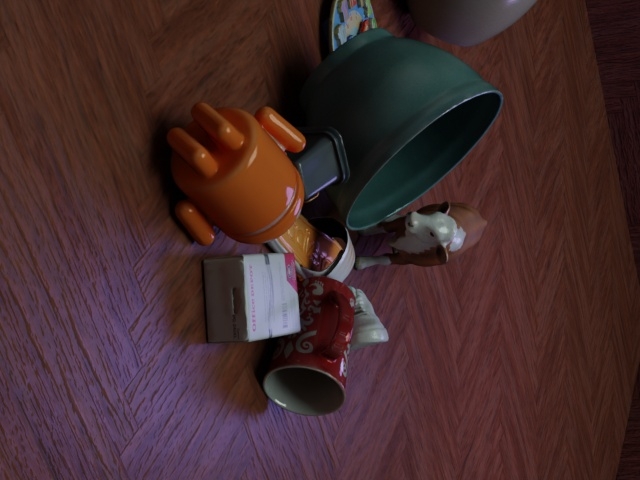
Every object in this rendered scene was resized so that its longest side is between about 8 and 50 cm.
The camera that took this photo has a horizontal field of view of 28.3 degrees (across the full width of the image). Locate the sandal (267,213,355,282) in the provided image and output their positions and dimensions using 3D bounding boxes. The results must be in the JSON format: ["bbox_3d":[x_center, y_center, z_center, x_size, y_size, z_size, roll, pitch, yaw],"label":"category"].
[{"bbox_3d":[-0.001,0.010,1.821,0.265,0.076,0.102,41,50,-58],"label":"sandal"}]

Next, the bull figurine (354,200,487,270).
[{"bbox_3d":[0.166,-0.008,2.057,0.310,0.188,0.101,-5,90,-66],"label":"bull figurine"}]

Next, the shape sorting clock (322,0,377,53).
[{"bbox_3d":[0.058,-0.317,2.052,0.206,0.040,0.206,-5,90,-65],"label":"shape sorting clock"}]

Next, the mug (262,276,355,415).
[{"bbox_3d":[0.007,0.137,1.744,0.113,0.150,0.169,49,36,-33],"label":"mug"}]

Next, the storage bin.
[{"bbox_3d":[-0.043,-0.090,1.697,0.091,0.135,0.098,-40,124,-48],"label":"storage bin"}]

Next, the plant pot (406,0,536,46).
[{"bbox_3d":[0.262,-0.466,2.307,0.284,0.284,0.191,-41,157,-60],"label":"plant pot"}]

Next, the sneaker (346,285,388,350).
[{"bbox_3d":[0.051,0.113,1.887,0.212,0.080,0.094,-150,-133,-88],"label":"sneaker"}]

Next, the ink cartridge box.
[{"bbox_3d":[-0.088,0.073,1.637,0.150,0.063,0.109,-2,88,-65],"label":"ink cartridge box"}]

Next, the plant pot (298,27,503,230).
[{"bbox_3d":[0.091,-0.183,1.849,0.196,0.293,0.293,50,20,14],"label":"plant pot"}]

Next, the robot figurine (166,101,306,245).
[{"bbox_3d":[-0.098,-0.079,1.558,0.219,0.128,0.158,50,45,-50],"label":"robot figurine"}]
